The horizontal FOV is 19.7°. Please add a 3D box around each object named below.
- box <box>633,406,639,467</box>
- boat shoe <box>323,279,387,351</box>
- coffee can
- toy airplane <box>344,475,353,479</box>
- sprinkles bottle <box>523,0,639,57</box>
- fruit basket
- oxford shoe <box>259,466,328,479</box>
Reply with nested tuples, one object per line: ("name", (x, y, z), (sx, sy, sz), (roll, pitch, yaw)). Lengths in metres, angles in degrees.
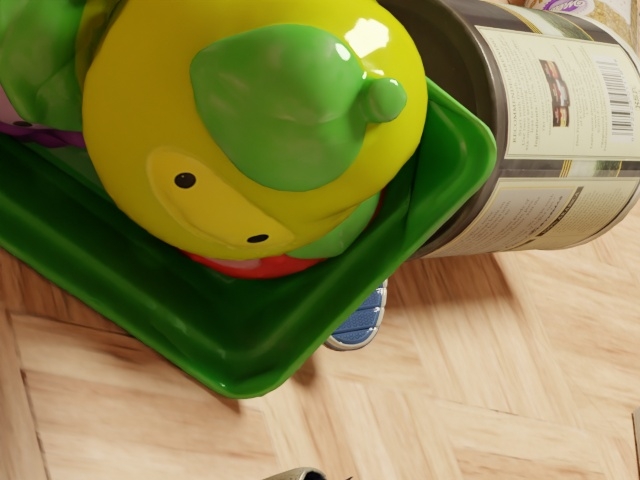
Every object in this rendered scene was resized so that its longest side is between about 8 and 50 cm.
("box", (0.365, 0.217, 1.522), (0.181, 0.119, 0.182), (37, 32, -25))
("boat shoe", (0.000, 0.000, 1.290), (0.066, 0.066, 0.183), (-2, 64, -19))
("coffee can", (0.113, -0.086, 1.418), (0.275, 0.201, 0.201), (-2, 60, -56))
("toy airplane", (0.048, 0.216, 1.173), (0.151, 0.028, 0.151), (33, 36, -28))
("sprinkles bottle", (0.249, -0.179, 1.791), (0.121, 0.121, 0.355), (42, 31, -17))
("fruit basket", (-0.078, -0.071, 1.046), (0.392, 0.283, 0.392), (40, 17, -15))
("oxford shoe", (0.029, 0.284, 0.969), (0.348, 0.130, 0.123), (58, 30, 10))
